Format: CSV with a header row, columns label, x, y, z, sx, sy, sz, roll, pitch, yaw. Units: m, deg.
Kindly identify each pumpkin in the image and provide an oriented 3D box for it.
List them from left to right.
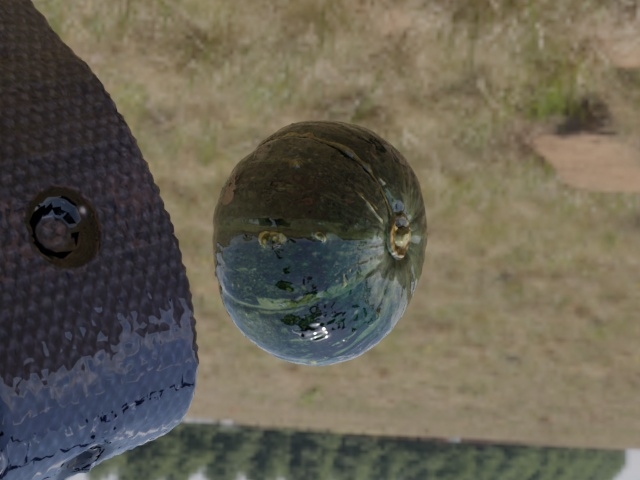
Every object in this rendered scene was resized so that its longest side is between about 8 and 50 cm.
label,x,y,z,sx,sy,sz,roll,pitch,yaw
pumpkin,0.000,0.000,0.942,0.146,0.190,0.190,10,179,43

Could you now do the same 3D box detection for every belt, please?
label,x,y,z,sx,sy,sz,roll,pitch,yaw
belt,-0.139,-0.013,0.500,0.126,0.230,0.139,-19,160,-45
